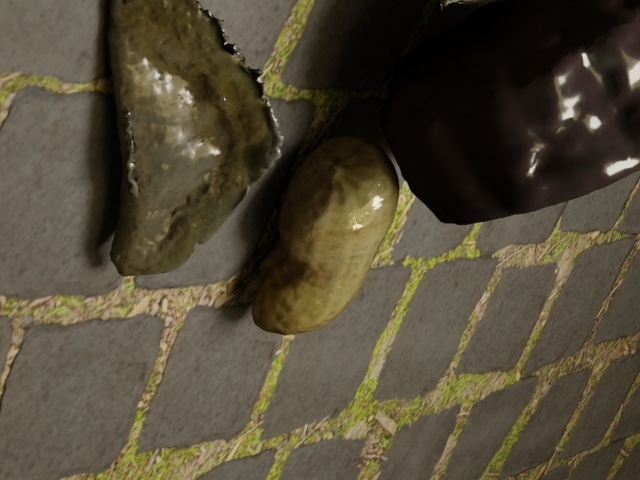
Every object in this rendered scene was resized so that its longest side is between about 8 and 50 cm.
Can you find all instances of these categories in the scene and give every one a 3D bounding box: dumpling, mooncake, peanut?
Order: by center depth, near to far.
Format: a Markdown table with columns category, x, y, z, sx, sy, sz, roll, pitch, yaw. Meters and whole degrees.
| category | x | y | z | sx | sy | sz | roll | pitch | yaw |
| --- | --- | --- | --- | --- | --- | --- | --- | --- | --- |
| dumpling | -0.125 | -0.112 | 1.573 | 0.166 | 0.086 | 0.332 | -6 | 131 | -16 |
| mooncake | 0.244 | -0.163 | 1.818 | 0.212 | 0.381 | 0.350 | 60 | 42 | -16 |
| peanut | 0.000 | 0.000 | 1.854 | 0.137 | 0.122 | 0.253 | -8 | 131 | -43 |

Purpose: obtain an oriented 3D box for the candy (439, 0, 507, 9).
| category | x | y | z | sx | sy | sz | roll | pitch | yaw |
| --- | --- | --- | --- | --- | --- | --- | --- | --- | --- |
| candy | 0.154 | -0.349 | 1.715 | 0.184 | 0.137 | 0.195 | -16 | 134 | -51 |
